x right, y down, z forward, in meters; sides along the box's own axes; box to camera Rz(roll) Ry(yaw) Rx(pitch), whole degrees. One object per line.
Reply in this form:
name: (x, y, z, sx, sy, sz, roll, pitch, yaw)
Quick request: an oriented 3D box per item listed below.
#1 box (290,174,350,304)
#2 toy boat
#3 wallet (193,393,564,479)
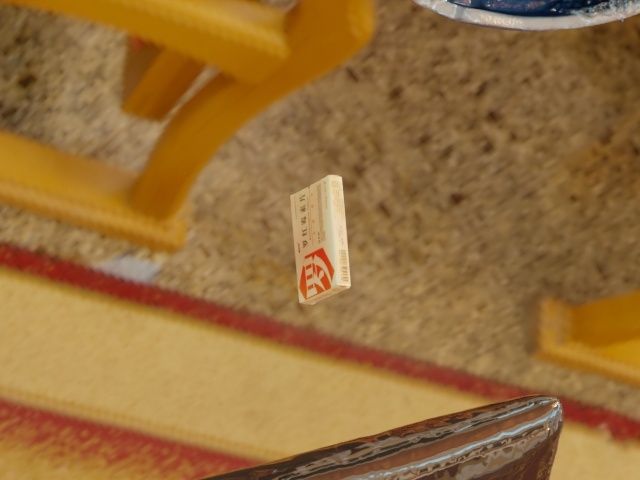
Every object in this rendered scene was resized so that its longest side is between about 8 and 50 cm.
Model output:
box: (0.000, 0.000, 1.535, 0.015, 0.058, 0.093, 6, 71, -34)
toy boat: (0.198, -0.236, 1.562, 0.309, 0.142, 0.129, -8, 89, -9)
wallet: (-0.059, 0.178, 0.888, 0.377, 0.197, 0.051, -13, 47, -20)
